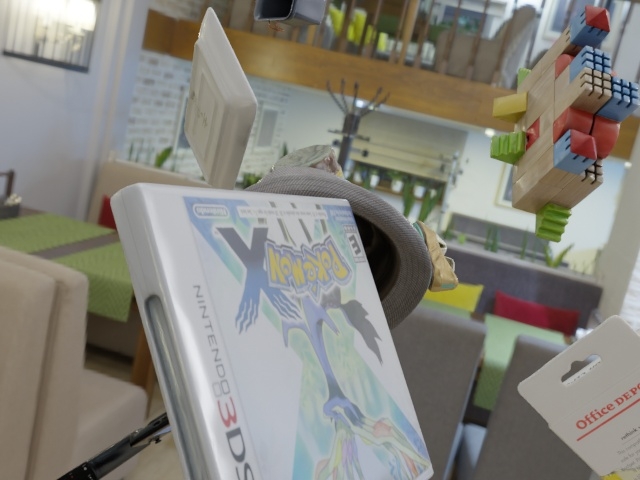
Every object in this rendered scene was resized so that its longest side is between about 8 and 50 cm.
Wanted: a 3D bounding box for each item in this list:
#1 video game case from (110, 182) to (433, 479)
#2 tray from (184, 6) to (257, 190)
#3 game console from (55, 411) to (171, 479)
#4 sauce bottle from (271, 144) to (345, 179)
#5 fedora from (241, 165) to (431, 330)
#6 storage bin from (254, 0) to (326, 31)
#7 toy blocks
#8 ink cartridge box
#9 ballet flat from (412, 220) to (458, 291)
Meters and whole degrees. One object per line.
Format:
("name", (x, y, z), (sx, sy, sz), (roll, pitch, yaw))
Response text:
("video game case", (-0.016, 0.102, 0.622), (0.036, 0.300, 0.329), (-21, -9, 26))
("tray", (-0.142, -0.163, 0.959), (0.030, 0.145, 0.270), (-19, -16, -21))
("game console", (-0.299, 0.336, 1.240), (0.044, 0.361, 0.213), (58, 9, 5))
("sauce bottle", (0.021, 0.017, 1.203), (0.111, 0.344, 0.111), (-15, 24, 7))
("fedora", (0.000, 0.000, 0.948), (0.275, 0.244, 0.124), (19, 36, -13))
("storage bin", (-0.058, -0.468, 1.480), (0.091, 0.098, 0.135), (9, 6, -38))
("toy blocks", (0.450, -0.226, 1.299), (0.190, 0.381, 0.261), (16, -29, -9))
("ink cartridge box", (0.273, 0.148, 0.601), (0.198, 0.115, 0.067), (45, 29, 2))
("ballet flat", (0.253, 0.038, 1.625), (0.073, 0.080, 0.232), (4, 36, -8))
